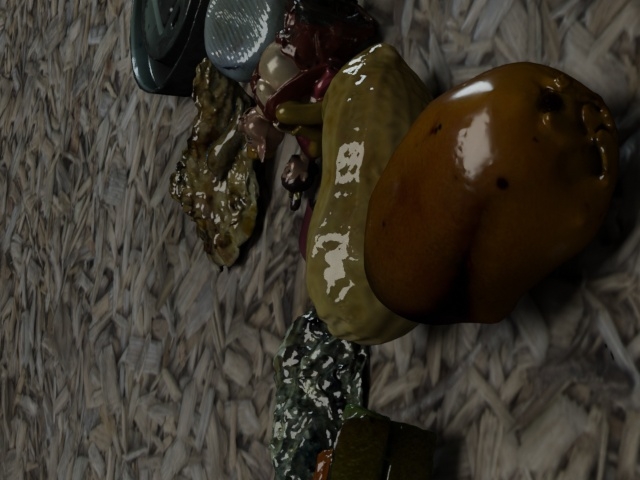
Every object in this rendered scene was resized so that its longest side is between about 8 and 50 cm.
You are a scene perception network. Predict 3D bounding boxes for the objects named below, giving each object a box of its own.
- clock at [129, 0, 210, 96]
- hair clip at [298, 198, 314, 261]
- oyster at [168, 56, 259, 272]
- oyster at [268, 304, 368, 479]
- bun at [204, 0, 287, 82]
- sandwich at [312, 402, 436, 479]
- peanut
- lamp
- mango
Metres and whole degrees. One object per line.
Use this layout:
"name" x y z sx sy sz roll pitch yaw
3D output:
"clock" -0.185 -0.350 2.325 0.312 0.061 0.313 -34 51 58
"hair clip" -0.002 0.000 1.851 0.137 0.022 0.054 -127 48 -58
"oyster" -0.130 -0.084 2.082 0.214 0.083 0.223 116 145 -52
"oyster" -0.010 0.175 1.767 0.199 0.087 0.252 24 92 65
"bun" -0.075 -0.255 2.019 0.141 0.083 0.141 -12 73 42
"sandwich" 0.047 0.232 1.584 0.160 0.109 0.185 -96 19 -76
"peanut" 0.053 -0.048 1.615 0.147 0.147 0.306 -28 56 61
"lamp" -0.026 -0.157 1.855 0.253 0.118 0.118 -66 28 28
"mango" 0.138 -0.037 1.405 0.287 0.152 0.201 -52 48 51
